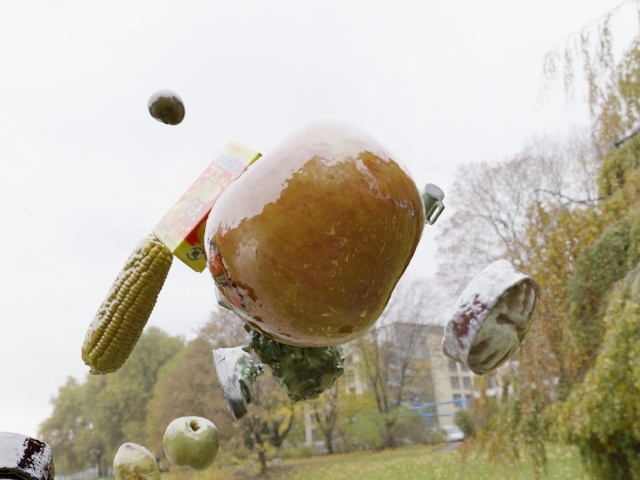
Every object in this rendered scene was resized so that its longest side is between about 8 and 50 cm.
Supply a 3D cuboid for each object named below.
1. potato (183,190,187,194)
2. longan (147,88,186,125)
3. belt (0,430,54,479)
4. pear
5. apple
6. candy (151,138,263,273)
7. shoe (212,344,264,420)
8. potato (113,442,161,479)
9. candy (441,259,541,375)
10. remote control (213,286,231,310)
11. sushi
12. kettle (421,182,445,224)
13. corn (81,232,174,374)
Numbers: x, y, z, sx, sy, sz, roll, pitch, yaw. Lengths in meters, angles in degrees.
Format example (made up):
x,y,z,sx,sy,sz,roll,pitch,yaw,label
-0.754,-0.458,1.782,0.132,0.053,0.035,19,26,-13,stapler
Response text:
x,y,z,sx,sy,sz,roll,pitch,yaw,label
-0.280,-0.115,1.567,0.120,0.081,0.149,40,-77,-20,potato
-0.426,-0.366,1.643,0.113,0.113,0.092,14,-31,-38,longan
-0.598,0.511,1.081,0.184,0.289,0.164,15,12,-23,belt
-0.384,0.603,1.763,0.167,0.136,0.167,18,18,-6,pear
0.000,0.000,1.022,0.400,0.333,0.400,-41,1,0,apple
-0.223,-0.078,1.267,0.088,0.276,0.146,46,-7,-38,candy
-0.231,0.410,1.788,0.149,0.293,0.109,-14,-60,-17,shoe
-0.377,0.469,1.226,0.066,0.103,0.096,-24,-1,25,potato
0.426,0.194,1.467,0.214,0.289,0.157,28,5,-45,candy
-0.225,0.184,1.714,0.029,0.067,0.261,-26,-28,14,remote control
-0.068,0.225,1.425,0.178,0.294,0.352,-27,-47,-1,sushi
0.403,-0.130,2.264,0.098,0.127,0.148,23,-45,-8,kettle
-0.458,0.155,1.404,0.120,0.363,0.120,26,2,-1,corn
